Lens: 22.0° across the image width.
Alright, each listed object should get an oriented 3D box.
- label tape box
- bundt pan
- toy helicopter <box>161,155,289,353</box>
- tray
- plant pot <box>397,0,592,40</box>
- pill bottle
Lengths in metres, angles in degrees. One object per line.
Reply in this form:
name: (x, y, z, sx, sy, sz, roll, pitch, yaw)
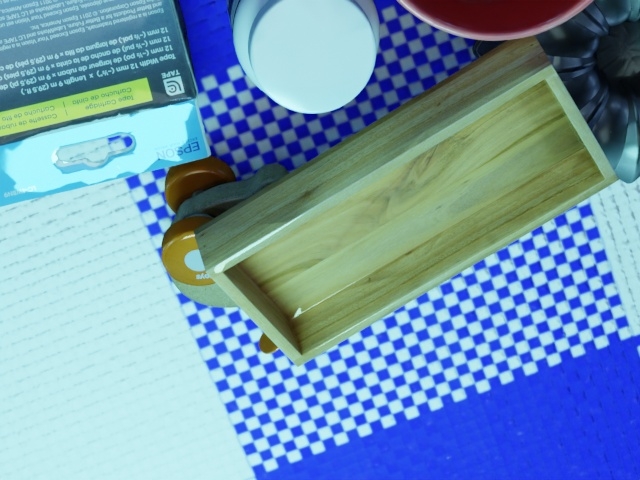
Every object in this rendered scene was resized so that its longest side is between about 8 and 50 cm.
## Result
label tape box: (-0.277, -0.237, 1.783, 0.249, 0.115, 0.348, -13, 114, 0)
bundt pan: (0.344, -0.210, 1.845, 0.330, 0.124, 0.331, -2, 110, -6)
toy helicopter: (0.000, 0.000, 1.878, 0.355, 0.140, 0.235, -15, 130, 10)
tray: (0.093, -0.039, 1.757, 0.411, 0.076, 0.203, -31, 135, 9)
plant pot: (0.163, -0.362, 1.706, 0.274, 0.243, 0.275, -2, 110, -5)
pill bottle: (-0.019, -0.228, 1.726, 0.153, 0.265, 0.153, -2, 111, -5)
